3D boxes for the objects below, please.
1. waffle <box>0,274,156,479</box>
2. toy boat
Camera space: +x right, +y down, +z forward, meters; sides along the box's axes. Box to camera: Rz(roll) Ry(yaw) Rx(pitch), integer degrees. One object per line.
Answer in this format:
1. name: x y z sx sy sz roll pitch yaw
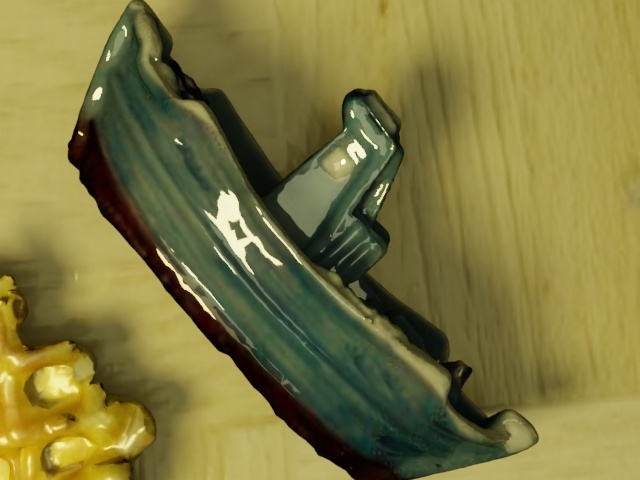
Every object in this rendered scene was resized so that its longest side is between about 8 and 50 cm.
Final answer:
1. waffle: -0.247 0.141 0.787 0.329 0.062 0.329 0 94 -4
2. toy boat: 0.000 0.000 0.774 0.142 0.129 0.309 -41 95 10
